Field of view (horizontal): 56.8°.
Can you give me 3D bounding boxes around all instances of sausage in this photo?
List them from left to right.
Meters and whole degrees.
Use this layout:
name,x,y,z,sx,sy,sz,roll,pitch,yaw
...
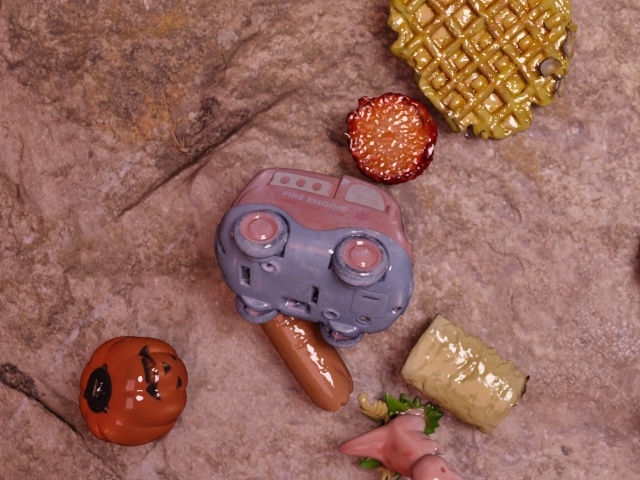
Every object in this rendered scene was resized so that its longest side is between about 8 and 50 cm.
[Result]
name,x,y,z,sx,sy,sz,roll,pitch,yaw
sausage,-0.043,0.148,0.975,0.086,0.086,0.289,-36,85,16

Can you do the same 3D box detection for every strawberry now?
name,x,y,z,sx,sy,sz,roll,pitch,yaw
strawberry,0.108,-0.154,0.902,0.145,0.086,0.145,2,98,15

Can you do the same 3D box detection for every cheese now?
name,x,y,z,sx,sy,sz,roll,pitch,yaw
cheese,0.215,0.204,0.903,0.167,0.094,0.123,34,105,10

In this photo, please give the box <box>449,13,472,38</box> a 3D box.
name,x,y,z,sx,sy,sz,roll,pitch,yaw
box,0.210,-0.381,0.881,0.193,0.030,0.121,-28,87,16

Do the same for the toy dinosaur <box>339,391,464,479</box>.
name,x,y,z,sx,sy,sz,roll,pitch,yaw
toy dinosaur,0.124,0.336,0.899,0.194,0.177,0.152,21,100,15

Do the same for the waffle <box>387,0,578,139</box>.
name,x,y,z,sx,sy,sz,roll,pitch,yaw
waffle,0.225,-0.289,0.848,0.262,0.060,0.281,9,107,9

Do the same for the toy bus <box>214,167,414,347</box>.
name,x,y,z,sx,sy,sz,roll,pitch,yaw
toy bus,0.000,0.000,0.879,0.294,0.232,0.197,14,142,5

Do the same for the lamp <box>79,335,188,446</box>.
name,x,y,z,sx,sy,sz,roll,pitch,yaw
lamp,-0.316,0.258,1.028,0.187,0.164,0.188,-8,76,34
